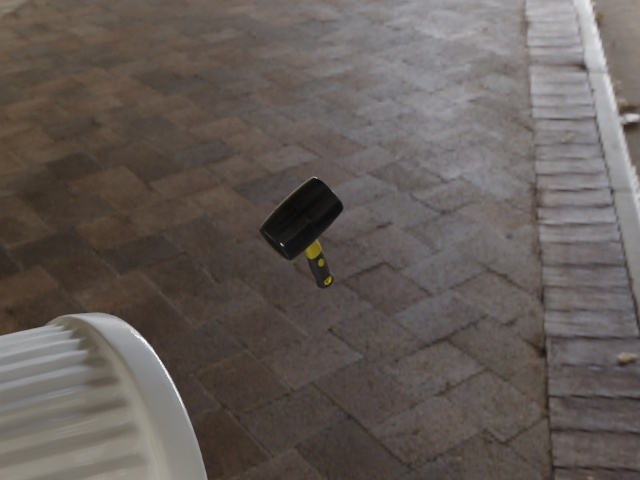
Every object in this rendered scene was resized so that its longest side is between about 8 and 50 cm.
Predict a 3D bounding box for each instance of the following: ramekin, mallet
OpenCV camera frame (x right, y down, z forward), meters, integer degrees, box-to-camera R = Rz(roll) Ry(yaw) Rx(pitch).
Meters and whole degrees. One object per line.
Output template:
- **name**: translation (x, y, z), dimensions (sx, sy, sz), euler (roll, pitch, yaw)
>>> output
- **ramekin**: translation (-0.146, 0.143, 0.444), dimensions (0.109, 0.207, 0.207), euler (-5, 25, -37)
- **mallet**: translation (0.000, 0.000, 0.767), dimensions (0.039, 0.189, 0.062), euler (43, 88, 17)
